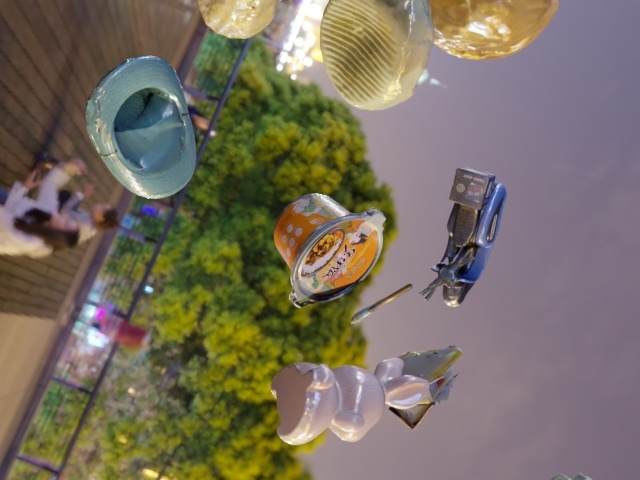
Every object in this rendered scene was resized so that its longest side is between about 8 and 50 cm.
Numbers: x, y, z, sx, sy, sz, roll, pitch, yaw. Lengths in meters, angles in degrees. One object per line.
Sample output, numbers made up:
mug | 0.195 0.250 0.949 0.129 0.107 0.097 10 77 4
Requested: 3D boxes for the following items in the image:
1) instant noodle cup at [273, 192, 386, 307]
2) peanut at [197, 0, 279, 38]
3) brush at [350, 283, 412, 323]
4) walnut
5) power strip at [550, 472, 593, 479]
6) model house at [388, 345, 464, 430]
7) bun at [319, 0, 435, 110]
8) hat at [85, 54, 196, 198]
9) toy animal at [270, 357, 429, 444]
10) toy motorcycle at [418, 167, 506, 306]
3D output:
instant noodle cup | 0.000 0.000 1.484 0.208 0.125 0.178 -37 139 -7
peanut | -0.118 -0.426 1.394 0.313 0.149 0.149 144 -32 -77
brush | 0.145 0.142 2.000 0.196 0.021 0.070 -34 176 41
walnut | 0.358 -0.545 1.907 0.333 0.332 0.333 -157 -90 -83
power strip | 0.360 0.370 0.971 0.078 0.272 0.052 -40 144 -14
model house | 0.238 0.354 2.007 0.207 0.136 0.219 -12 -165 35
bun | 0.096 -0.297 1.278 0.127 0.222 0.222 -21 157 -34
hat | -0.235 -0.149 1.123 0.138 0.078 0.191 -35 128 -28
toy animal | 0.044 0.220 1.170 0.124 0.212 0.124 -21 -114 57
toy motorcycle | 0.345 0.000 2.104 0.212 0.125 0.359 -16 122 -60
